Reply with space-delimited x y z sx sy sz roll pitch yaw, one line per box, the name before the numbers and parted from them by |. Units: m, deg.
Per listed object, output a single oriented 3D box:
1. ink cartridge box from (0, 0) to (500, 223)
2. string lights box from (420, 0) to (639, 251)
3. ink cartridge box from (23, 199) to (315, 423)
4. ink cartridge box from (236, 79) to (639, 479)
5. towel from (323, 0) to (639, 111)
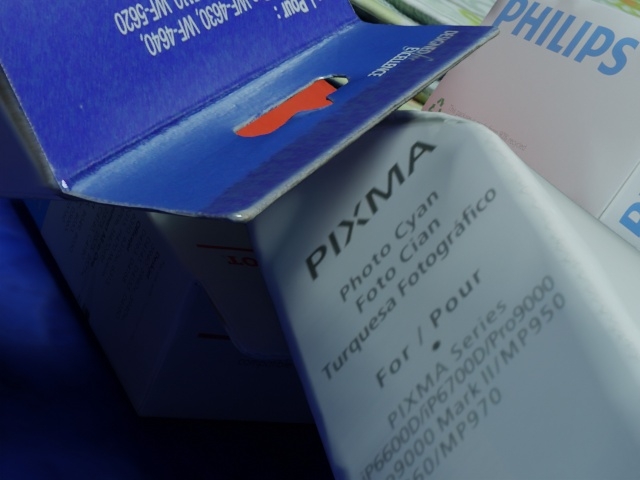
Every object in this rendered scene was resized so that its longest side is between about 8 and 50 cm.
ink cartridge box | -0.131 -0.067 0.496 0.332 0.065 0.165 4 22 26
string lights box | 0.174 0.005 0.670 0.259 0.077 0.133 34 2 -31
ink cartridge box | -0.032 0.011 0.622 0.104 0.060 0.180 7 31 -34
ink cartridge box | 0.118 0.047 0.546 0.308 0.091 0.385 33 19 -29
towel | 0.042 -0.155 0.999 0.320 0.090 0.374 32 26 11
